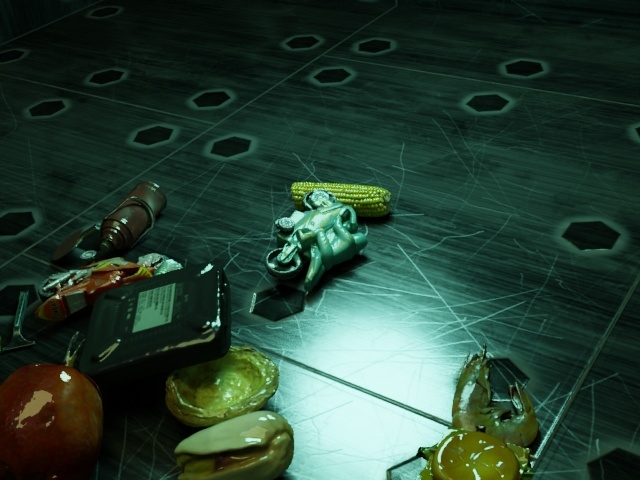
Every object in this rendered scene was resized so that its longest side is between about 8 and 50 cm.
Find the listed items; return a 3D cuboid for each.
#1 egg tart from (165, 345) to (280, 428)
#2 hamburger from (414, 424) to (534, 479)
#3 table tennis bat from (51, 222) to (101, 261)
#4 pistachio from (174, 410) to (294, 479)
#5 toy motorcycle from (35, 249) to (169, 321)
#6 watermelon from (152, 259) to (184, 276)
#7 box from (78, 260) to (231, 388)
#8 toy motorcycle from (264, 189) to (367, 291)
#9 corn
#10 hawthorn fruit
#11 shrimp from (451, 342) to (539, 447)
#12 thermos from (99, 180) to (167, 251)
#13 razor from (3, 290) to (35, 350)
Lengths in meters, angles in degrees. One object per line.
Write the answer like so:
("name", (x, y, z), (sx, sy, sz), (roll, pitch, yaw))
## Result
("egg tart", (-0.178, 0.275, 1.487), (0.213, 0.090, 0.212), (-5, 35, 3))
("hamburger", (0.238, 0.372, 1.269), (0.190, 0.093, 0.164), (25, 44, 36))
("table tennis bat", (-0.589, 0.001, 1.964), (0.158, 0.014, 0.095), (-30, 28, 23))
("pistachio", (-0.138, 0.354, 1.354), (0.201, 0.117, 0.145), (-19, -2, 1))
("toy motorcycle", (-0.478, 0.095, 1.804), (0.298, 0.089, 0.171), (-14, 36, -9))
("watermelon", (-0.332, 0.133, 1.747), (0.094, 0.081, 0.180), (23, 58, 13))
("box", (-0.315, 0.155, 1.581), (0.289, 0.073, 0.290), (-14, 30, 3))
("toy motorcycle", (-0.001, 0.001, 1.857), (0.198, 0.109, 0.296), (22, 49, 17))
("corn", (0.049, -0.100, 2.002), (0.249, 0.081, 0.081), (4, 36, 14))
("hawthorn fruit", (-0.462, 0.293, 1.381), (0.212, 0.211, 0.298), (2, 61, 12))
("shrimp", (0.299, 0.278, 1.429), (0.150, 0.068, 0.248), (6, 40, -3))
("thermos", (-0.477, -0.046, 2.011), (0.124, 0.099, 0.232), (-22, 24, 36))
("razor", (-0.653, 0.166, 1.783), (0.066, 0.033, 0.190), (-11, 34, -7))
